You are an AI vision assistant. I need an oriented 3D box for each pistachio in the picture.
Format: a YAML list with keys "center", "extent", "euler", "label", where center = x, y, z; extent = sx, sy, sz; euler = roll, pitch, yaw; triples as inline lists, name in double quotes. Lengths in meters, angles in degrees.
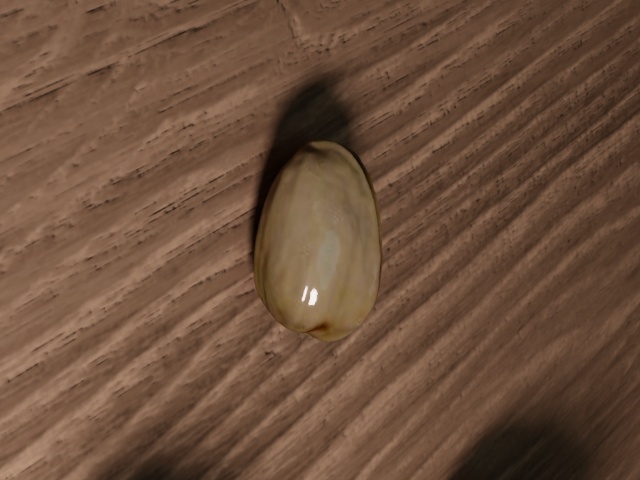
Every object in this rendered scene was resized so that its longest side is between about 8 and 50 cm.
- center: [0.000, 0.000, 1.396]
  extent: [0.129, 0.131, 0.206]
  euler: [-114, -149, -84]
  label: "pistachio"
